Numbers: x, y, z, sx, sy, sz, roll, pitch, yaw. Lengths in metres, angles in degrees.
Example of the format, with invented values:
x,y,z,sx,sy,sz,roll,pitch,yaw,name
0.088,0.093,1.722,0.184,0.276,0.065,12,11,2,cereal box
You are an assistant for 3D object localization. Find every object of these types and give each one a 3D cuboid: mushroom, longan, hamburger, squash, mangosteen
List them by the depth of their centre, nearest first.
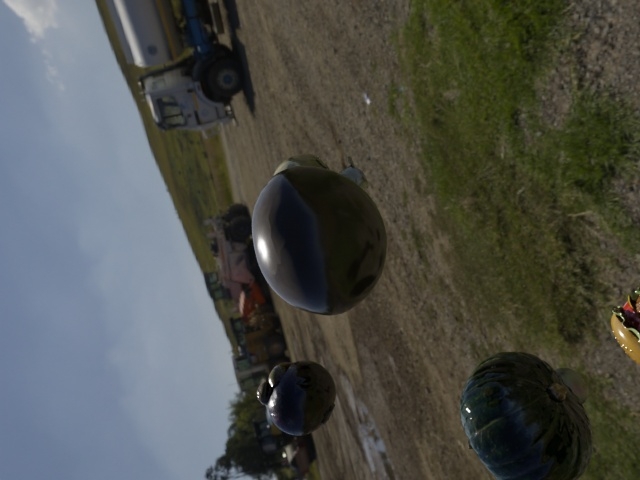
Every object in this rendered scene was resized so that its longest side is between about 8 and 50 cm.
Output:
x,y,z,sx,sy,sz,roll,pitch,yaw,name
0.000,0.000,0.759,0.198,0.198,0.212,-137,30,-75,longan
0.315,0.280,0.869,0.172,0.218,0.218,115,146,-42,squash
0.514,0.307,1.159,0.067,0.084,0.083,-46,50,38,mushroom
0.010,-0.090,1.200,0.246,0.202,0.246,50,-167,-15,mushroom
-0.058,0.411,1.479,0.210,0.210,0.209,167,90,-81,mangosteen
1.038,0.288,1.717,0.274,0.212,0.274,35,-160,-15,hamburger
